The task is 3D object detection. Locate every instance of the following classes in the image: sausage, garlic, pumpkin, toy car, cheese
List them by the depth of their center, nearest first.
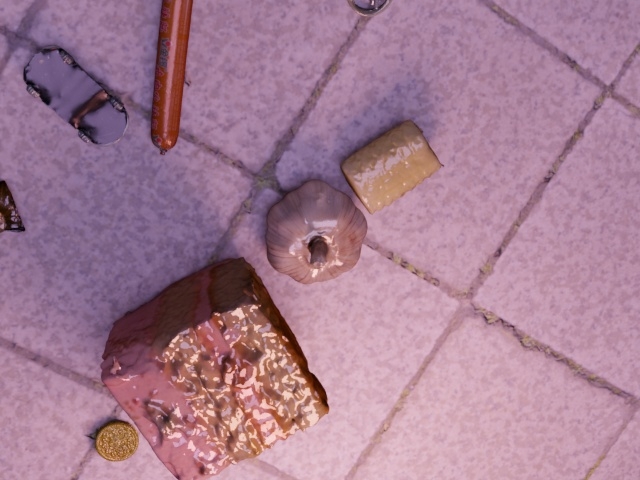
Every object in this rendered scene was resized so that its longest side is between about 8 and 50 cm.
[{"bbox_3d":[-0.419,-0.246,1.880,0.095,0.056,0.205,-46,115,3],"label":"toy car"},{"bbox_3d":[-0.259,-0.319,1.899,0.053,0.053,0.348,4,106,-15],"label":"sausage"},{"bbox_3d":[-0.570,-0.054,1.916,0.073,0.035,0.101,-20,108,-20],"label":"pumpkin"},{"bbox_3d":[0.000,0.000,1.975,0.199,0.226,0.199,-2,107,-8],"label":"garlic"},{"bbox_3d":[0.130,-0.139,2.036,0.167,0.094,0.123,-34,122,2],"label":"cheese"}]

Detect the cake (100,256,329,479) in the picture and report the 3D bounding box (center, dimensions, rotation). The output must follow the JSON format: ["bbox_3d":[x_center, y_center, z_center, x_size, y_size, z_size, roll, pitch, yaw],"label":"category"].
[{"bbox_3d":[-0.189,0.229,1.968,0.306,0.293,0.314,-29,108,2],"label":"cake"}]

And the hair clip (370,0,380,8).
[{"bbox_3d":[0.118,-0.460,1.908,0.039,0.030,0.115,12,121,-21],"label":"hair clip"}]

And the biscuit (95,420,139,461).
[{"bbox_3d":[-0.393,0.387,2.103,0.084,0.023,0.084,-4,107,-12],"label":"biscuit"}]

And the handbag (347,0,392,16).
[{"bbox_3d":[0.115,-0.543,1.901,0.241,0.109,0.315,7,109,-15],"label":"handbag"}]
